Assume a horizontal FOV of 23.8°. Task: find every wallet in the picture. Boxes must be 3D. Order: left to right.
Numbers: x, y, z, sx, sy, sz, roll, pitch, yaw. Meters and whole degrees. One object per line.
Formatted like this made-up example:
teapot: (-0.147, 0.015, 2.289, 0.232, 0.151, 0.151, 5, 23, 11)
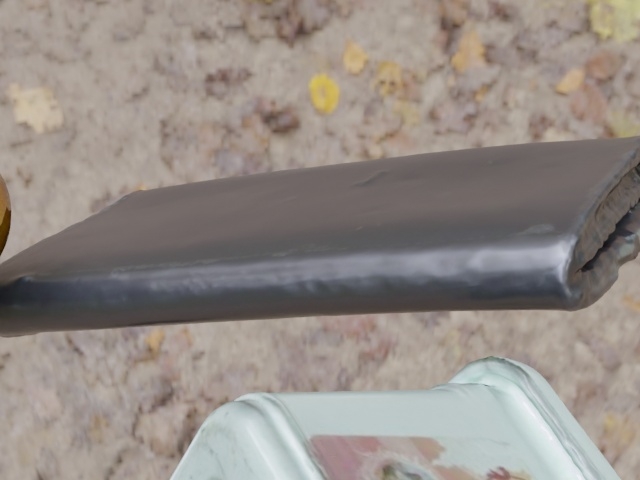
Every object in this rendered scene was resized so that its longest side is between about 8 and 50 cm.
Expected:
wallet: (0.000, 0.001, 0.976, 0.406, 0.062, 0.228, -5, 18, 27)

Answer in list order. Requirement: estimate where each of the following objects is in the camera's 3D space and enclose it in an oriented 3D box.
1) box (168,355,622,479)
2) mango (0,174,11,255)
box: (0.053, 0.196, 0.645, 0.182, 0.175, 0.312, 8, 33, -39)
mango: (-0.284, -0.002, 0.885, 0.236, 0.166, 0.136, 28, 104, 45)
